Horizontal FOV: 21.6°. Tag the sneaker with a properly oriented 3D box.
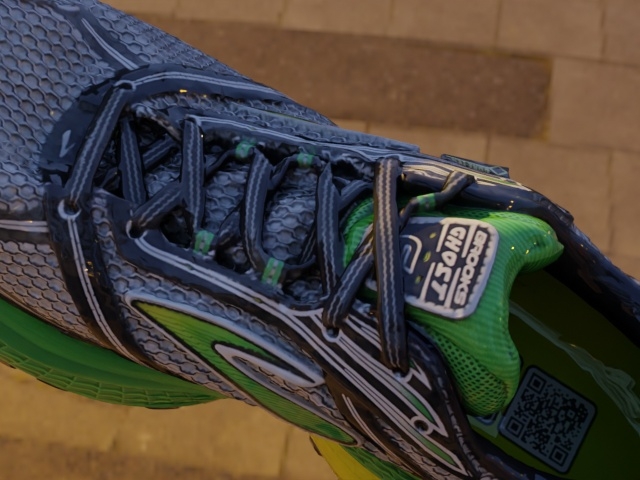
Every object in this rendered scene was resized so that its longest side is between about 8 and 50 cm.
[{"bbox_3d":[0.000,0.000,0.552,0.343,0.146,0.134,26,67,-9],"label":"sneaker"}]
